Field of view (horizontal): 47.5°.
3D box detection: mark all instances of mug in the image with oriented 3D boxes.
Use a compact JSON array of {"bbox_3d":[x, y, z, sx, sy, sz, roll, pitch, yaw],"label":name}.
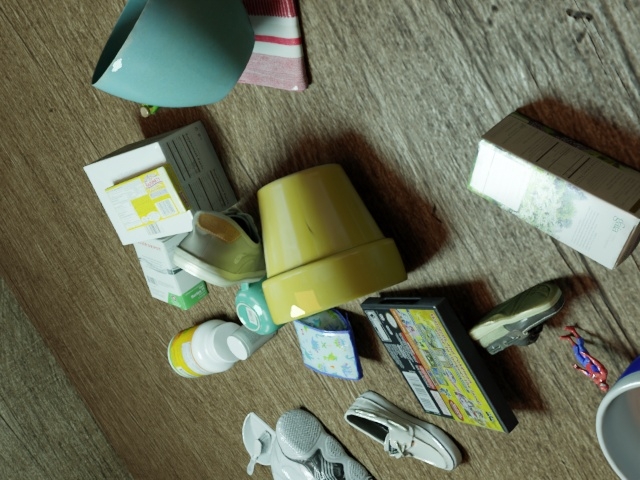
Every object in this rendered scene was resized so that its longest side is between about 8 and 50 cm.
[{"bbox_3d":[-0.141,0.141,1.666,0.158,0.097,0.129,48,143,8],"label":"mug"}]

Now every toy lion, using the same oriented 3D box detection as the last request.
[{"bbox_3d":[-0.388,-0.339,1.621,0.096,0.034,0.100,-29,96,45],"label":"toy lion"}]

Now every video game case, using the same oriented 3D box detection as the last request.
[{"bbox_3d":[0.213,0.223,1.348,0.275,0.035,0.248,59,155,-12],"label":"video game case"}]

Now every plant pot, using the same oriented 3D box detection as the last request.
[{"bbox_3d":[-0.226,-0.339,1.218,0.195,0.290,0.290,27,152,-26],"label":"plant pot"},{"bbox_3d":[0.000,0.000,1.305,0.254,0.254,0.239,-25,82,53],"label":"plant pot"}]

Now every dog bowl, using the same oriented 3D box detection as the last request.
[{"bbox_3d":[0.539,0.278,1.028,0.265,0.104,0.265,27,135,31],"label":"dog bowl"}]

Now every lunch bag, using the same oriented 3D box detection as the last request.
[{"bbox_3d":[0.027,0.219,1.547,0.151,0.096,0.129,19,131,50],"label":"lunch bag"}]

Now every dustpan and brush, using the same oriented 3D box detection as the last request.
[{"bbox_3d":[-0.180,0.612,2.106,0.147,0.060,0.211,36,140,22],"label":"dustpan and brush"}]

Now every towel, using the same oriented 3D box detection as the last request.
[{"bbox_3d":[-0.137,-0.429,1.271,0.237,0.037,0.329,17,129,38],"label":"towel"}]

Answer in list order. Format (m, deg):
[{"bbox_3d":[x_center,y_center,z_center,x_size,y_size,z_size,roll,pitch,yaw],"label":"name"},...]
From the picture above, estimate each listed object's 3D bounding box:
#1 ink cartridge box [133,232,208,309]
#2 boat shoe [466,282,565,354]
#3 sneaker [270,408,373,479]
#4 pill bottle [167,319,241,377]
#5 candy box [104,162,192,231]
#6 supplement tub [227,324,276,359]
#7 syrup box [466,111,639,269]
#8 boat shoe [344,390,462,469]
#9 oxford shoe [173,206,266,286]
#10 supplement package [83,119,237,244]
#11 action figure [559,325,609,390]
[{"bbox_3d":[-0.393,0.057,1.884,0.153,0.087,0.208,16,130,40],"label":"ink cartridge box"},{"bbox_3d":[0.325,0.133,1.176,0.073,0.080,0.223,48,148,0],"label":"boat shoe"},{"bbox_3d":[0.004,0.613,1.853,0.366,0.137,0.210,48,144,17],"label":"sneaker"},{"bbox_3d":[-0.292,0.282,1.909,0.246,0.136,0.136,-23,100,52],"label":"pill bottle"},{"bbox_3d":[-0.364,-0.087,1.528,0.206,0.027,0.105,-13,106,39],"label":"candy box"},{"bbox_3d":[-0.164,0.230,1.752,0.071,0.107,0.071,28,136,31],"label":"supplement tub"},{"bbox_3d":[0.329,-0.072,0.990,0.237,0.096,0.093,33,140,26],"label":"syrup box"},{"bbox_3d":[0.170,0.419,1.552,0.267,0.088,0.096,30,137,29],"label":"boat shoe"},{"bbox_3d":[-0.176,0.001,1.445,0.169,0.130,0.449,25,-178,2],"label":"oxford shoe"},{"bbox_3d":[-0.355,-0.124,1.617,0.262,0.145,0.204,-9,111,39],"label":"supplement package"},{"bbox_3d":[0.408,0.184,1.118,0.115,0.030,0.038,-118,30,-43],"label":"action figure"}]
